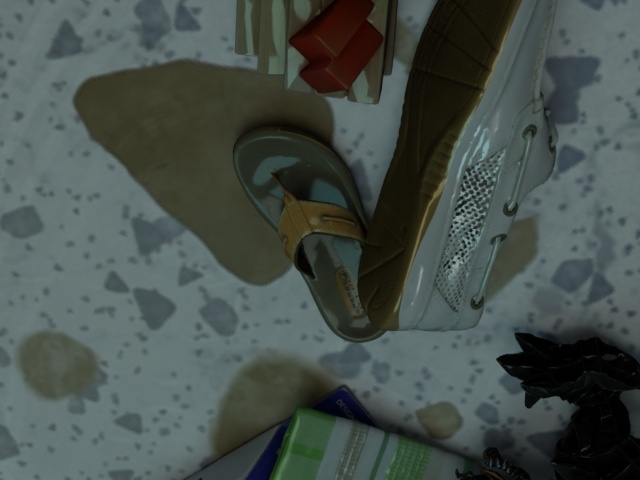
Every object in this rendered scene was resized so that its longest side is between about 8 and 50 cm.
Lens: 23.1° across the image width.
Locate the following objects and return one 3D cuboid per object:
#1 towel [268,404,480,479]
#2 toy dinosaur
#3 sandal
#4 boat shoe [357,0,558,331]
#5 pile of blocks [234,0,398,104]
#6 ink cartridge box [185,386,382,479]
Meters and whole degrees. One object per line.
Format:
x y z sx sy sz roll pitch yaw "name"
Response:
0.032 0.192 1.147 0.152 0.023 0.113 20 89 -16 "towel"
0.193 0.189 1.115 0.322 0.164 0.218 -25 132 -23 "toy dinosaur"
0.000 0.000 1.081 0.072 0.049 0.180 -21 110 15 "sandal"
0.108 -0.066 1.023 0.096 0.098 0.277 9 114 -23 "boat shoe"
0.044 -0.220 0.913 0.149 0.113 0.362 27 123 -11 "pile of blocks"
-0.080 0.276 1.210 0.371 0.069 0.176 -34 107 16 "ink cartridge box"
